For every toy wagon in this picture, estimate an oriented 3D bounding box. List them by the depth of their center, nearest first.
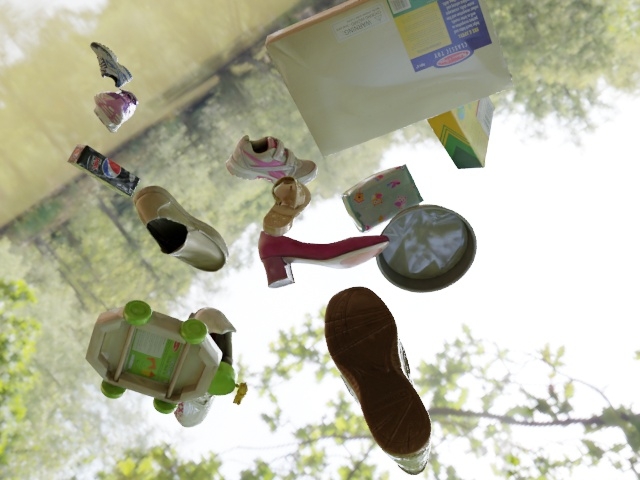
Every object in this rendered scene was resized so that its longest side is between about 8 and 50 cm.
[{"bbox_3d":[-0.315,0.259,1.672,0.068,0.344,0.267,-82,-165,-51],"label":"toy wagon"}]

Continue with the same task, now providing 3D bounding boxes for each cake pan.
[{"bbox_3d":[0.300,0.018,2.273,0.293,0.293,0.054,-32,-153,16],"label":"cake pan"}]

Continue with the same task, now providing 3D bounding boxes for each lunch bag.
[{"bbox_3d":[0.187,-0.130,2.484,0.223,0.160,0.262,-27,-176,-1],"label":"lunch bag"}]

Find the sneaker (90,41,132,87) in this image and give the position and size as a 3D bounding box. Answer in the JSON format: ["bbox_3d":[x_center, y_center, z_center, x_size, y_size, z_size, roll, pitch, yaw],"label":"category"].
[{"bbox_3d":[-0.549,-0.451,2.047,0.058,0.135,0.052,-51,-152,-19],"label":"sneaker"}]

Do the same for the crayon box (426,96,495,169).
[{"bbox_3d":[0.345,-0.346,2.003,0.081,0.318,0.202,0,-118,31],"label":"crayon box"}]

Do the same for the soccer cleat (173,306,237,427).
[{"bbox_3d":[-0.278,0.325,1.909,0.116,0.331,0.143,-6,-156,-43],"label":"soccer cleat"}]

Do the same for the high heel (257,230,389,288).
[{"bbox_3d":[0.000,0.000,2.241,0.377,0.181,0.127,-16,157,8],"label":"high heel"}]

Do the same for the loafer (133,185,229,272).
[{"bbox_3d":[-0.291,-0.003,1.657,0.102,0.268,0.092,-29,-138,21],"label":"loafer"}]

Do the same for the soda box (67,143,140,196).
[{"bbox_3d":[-0.528,-0.171,1.940,0.060,0.169,0.053,12,-107,47],"label":"soda box"}]

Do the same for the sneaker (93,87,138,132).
[{"bbox_3d":[-0.520,-0.352,2.052,0.104,0.095,0.236,-39,-168,-15],"label":"sneaker"}]

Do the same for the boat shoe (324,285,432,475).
[{"bbox_3d":[0.076,0.187,1.097,0.104,0.089,0.285,-17,-132,0],"label":"boat shoe"}]

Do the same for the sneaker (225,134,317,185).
[{"bbox_3d":[-0.120,-0.217,2.132,0.103,0.252,0.111,-110,-147,-47],"label":"sneaker"}]

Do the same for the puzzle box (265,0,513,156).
[{"bbox_3d":[0.135,-0.343,1.517,0.408,0.272,0.052,-18,-146,16],"label":"puzzle box"}]

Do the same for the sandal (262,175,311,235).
[{"bbox_3d":[-0.070,-0.103,1.760,0.088,0.079,0.240,11,-147,7],"label":"sandal"}]
